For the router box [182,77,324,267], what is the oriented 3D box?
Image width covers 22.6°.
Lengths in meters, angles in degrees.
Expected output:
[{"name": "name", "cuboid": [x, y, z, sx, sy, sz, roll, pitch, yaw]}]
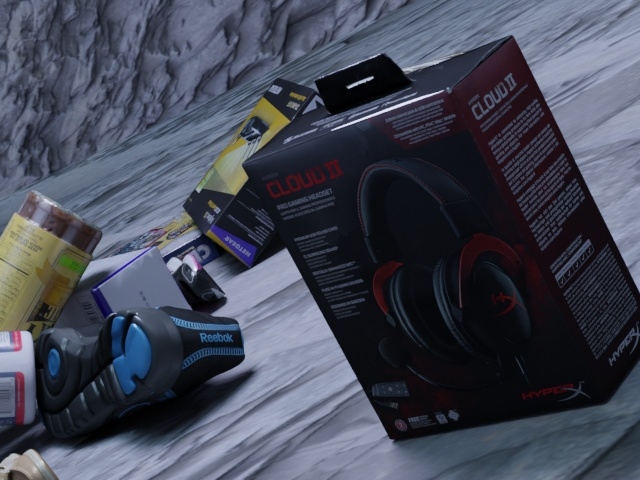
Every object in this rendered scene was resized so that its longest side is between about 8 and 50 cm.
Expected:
[{"name": "router box", "cuboid": [-0.078, -0.103, 2.248, 0.243, 0.081, 0.309, -54, 14, 0]}]

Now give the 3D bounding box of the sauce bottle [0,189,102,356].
[{"name": "sauce bottle", "cuboid": [-0.387, 0.111, 1.925, 0.344, 0.111, 0.111, -61, 16, -1]}]

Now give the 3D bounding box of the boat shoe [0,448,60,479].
[{"name": "boat shoe", "cuboid": [-0.302, 0.249, 1.603, 0.059, 0.063, 0.170, -37, 6, -24]}]

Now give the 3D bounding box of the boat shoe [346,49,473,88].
[{"name": "boat shoe", "cuboid": [0.111, -0.199, 2.348, 0.302, 0.113, 0.103, -23, 8, 18]}]

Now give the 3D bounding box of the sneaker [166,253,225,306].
[{"name": "sneaker", "cuboid": [-0.181, 0.069, 2.061, 0.077, 0.072, 0.178, -44, 8, -14]}]

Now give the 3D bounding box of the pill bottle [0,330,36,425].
[{"name": "pill bottle", "cuboid": [-0.415, 0.159, 1.810, 0.180, 0.108, 0.108, -1, 7, -14]}]

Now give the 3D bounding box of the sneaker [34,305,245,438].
[{"name": "sneaker", "cuboid": [-0.210, 0.145, 1.758, 0.139, 0.125, 0.341, -3, -7, -34]}]

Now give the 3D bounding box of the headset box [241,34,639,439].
[{"name": "headset box", "cuboid": [0.092, -0.008, 1.237, 0.218, 0.293, 0.110, -16, 17, 41]}]

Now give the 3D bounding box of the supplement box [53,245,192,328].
[{"name": "supplement box", "cuboid": [-0.276, 0.092, 2.034, 0.114, 0.111, 0.220, -38, 16, -36]}]

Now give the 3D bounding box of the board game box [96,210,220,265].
[{"name": "board game box", "cuboid": [-0.246, 0.027, 2.379, 0.165, 0.042, 0.243, -30, 13, -6]}]
